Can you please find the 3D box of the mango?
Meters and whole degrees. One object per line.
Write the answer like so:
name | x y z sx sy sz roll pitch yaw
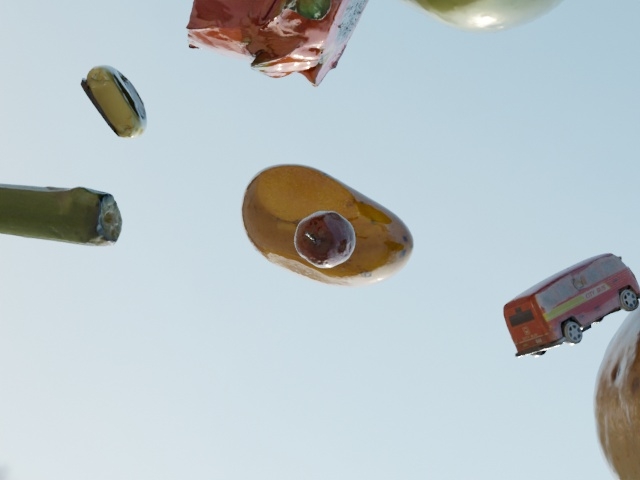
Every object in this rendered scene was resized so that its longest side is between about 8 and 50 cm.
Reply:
mango | 0.012 -0.013 1.772 0.290 0.160 0.191 19 -27 27

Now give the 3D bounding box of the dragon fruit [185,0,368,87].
dragon fruit | -0.023 -0.306 1.274 0.290 0.189 0.290 21 90 -88

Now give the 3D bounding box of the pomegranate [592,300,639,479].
pomegranate | 0.507 0.237 1.368 0.410 0.410 0.410 14 -74 57

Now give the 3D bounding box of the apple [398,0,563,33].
apple | 0.241 -0.472 1.677 0.357 0.357 0.357 14 -74 57

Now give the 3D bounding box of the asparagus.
asparagus | -0.338 -0.034 1.241 0.278 0.067 0.060 6 -94 19

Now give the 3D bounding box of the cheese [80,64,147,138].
cheese | -0.214 -0.152 1.267 0.086 0.036 0.162 56 4 -7

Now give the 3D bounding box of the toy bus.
toy bus | 0.288 0.070 1.322 0.079 0.174 0.077 -31 -96 57

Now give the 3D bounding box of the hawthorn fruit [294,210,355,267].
hawthorn fruit | 0.000 0.000 1.282 0.067 0.103 0.066 1 -84 15
